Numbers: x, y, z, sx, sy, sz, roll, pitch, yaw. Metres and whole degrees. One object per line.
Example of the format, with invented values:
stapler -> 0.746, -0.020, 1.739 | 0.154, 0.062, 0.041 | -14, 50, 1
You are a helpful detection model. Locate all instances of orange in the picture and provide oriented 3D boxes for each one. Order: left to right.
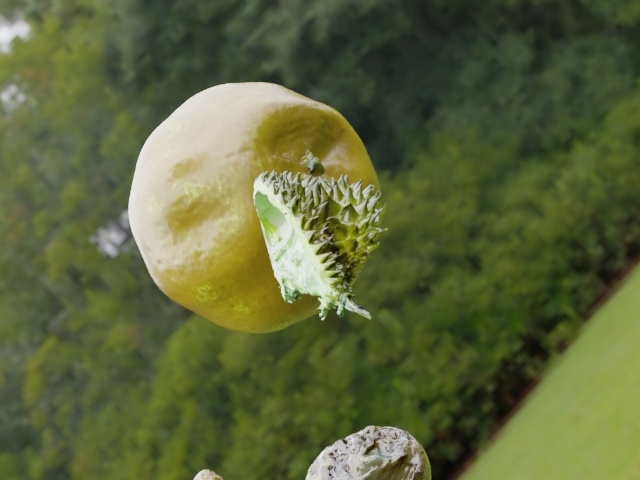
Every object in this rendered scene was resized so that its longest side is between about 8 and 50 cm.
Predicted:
orange -> -0.066, -0.039, 2.027 | 0.279, 0.279, 0.235 | -40, 13, -37

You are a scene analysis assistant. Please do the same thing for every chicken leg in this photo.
chicken leg -> 0.017, 0.214, 1.330 | 0.069, 0.085, 0.198 | -79, 8, -66

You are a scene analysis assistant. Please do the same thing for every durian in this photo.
durian -> 0.000, 0.000, 1.385 | 0.086, 0.100, 0.215 | 1, 9, -17

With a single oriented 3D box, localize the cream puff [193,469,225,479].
cream puff -> -0.103, 0.258, 1.748 | 0.058, 0.083, 0.083 | -15, -22, 9
